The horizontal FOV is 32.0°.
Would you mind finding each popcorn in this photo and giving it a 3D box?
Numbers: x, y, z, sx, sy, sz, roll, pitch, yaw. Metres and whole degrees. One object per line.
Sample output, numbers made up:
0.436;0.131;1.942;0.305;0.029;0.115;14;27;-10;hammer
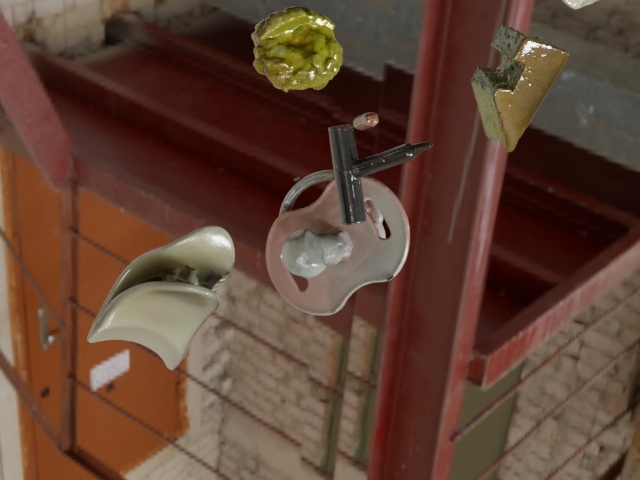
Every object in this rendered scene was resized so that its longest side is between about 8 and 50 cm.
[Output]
-0.053;-0.397;2.340;0.198;0.155;0.197;3;-104;-13;popcorn

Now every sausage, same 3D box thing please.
0.095;-0.248;2.321;0.030;0.035;0.147;-10;-174;-9;sausage

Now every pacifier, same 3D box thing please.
0.021;0.012;2.239;0.332;0.220;0.273;-33;-152;25;pacifier

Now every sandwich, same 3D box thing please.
0.378;-0.303;2.225;0.128;0.235;0.122;15;-158;-27;sandwich

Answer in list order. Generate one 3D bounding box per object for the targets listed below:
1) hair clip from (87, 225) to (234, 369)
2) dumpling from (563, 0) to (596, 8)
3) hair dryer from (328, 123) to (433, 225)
-0.243;0.088;1.833;0.173;0.282;0.113;23;-132;-27;hair clip
0.576;-0.624;2.213;0.243;0.318;0.187;52;-149;15;dumpling
0.107;-0.114;1.879;0.195;0.173;0.050;-1;-167;36;hair dryer
